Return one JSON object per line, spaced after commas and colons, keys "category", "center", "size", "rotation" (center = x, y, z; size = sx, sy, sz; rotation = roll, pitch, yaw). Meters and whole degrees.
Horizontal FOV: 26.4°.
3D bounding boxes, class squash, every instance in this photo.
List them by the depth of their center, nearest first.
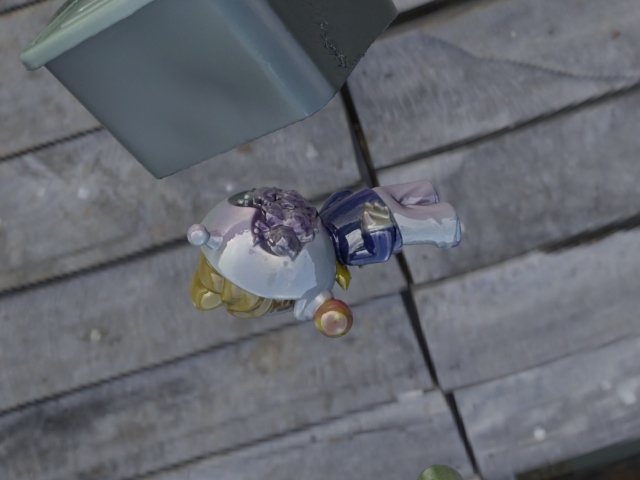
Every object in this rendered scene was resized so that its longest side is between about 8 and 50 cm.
{"category": "squash", "center": [0.144, 0.304, 1.546], "size": [0.066, 0.229, 0.066], "rotation": [0, 93, -1]}

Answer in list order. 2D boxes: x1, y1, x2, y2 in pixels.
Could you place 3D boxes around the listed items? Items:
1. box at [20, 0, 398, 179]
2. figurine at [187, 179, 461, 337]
{"category": "box", "center": [-0.036, -0.076, 0.478], "size": [0.122, 0.084, 0.069], "rotation": [-17, 120, 46]}
{"category": "figurine", "center": [0.007, 0.006, 1.345], "size": [0.274, 0.194, 0.133], "rotation": [-1, 132, -5]}
